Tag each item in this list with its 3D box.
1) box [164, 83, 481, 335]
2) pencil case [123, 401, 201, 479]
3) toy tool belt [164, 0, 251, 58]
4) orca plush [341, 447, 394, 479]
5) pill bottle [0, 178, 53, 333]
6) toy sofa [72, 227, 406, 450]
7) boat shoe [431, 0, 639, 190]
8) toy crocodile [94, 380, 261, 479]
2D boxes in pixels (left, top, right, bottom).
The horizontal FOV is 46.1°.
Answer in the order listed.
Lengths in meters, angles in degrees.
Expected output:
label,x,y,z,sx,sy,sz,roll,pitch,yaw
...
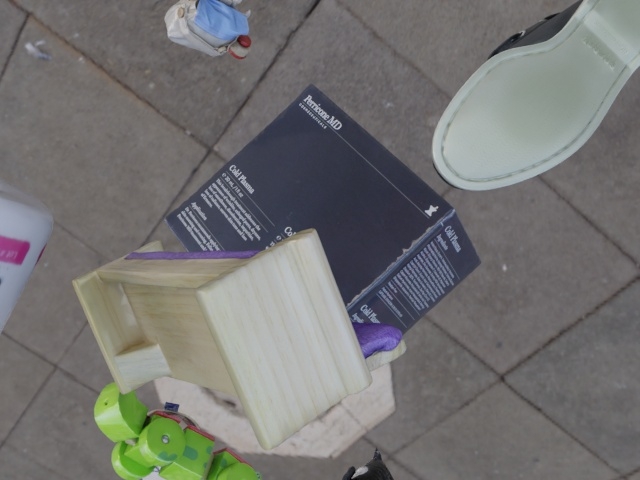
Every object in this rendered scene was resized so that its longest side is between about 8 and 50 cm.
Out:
label,x,y,z,sx,sy,sz,roll,pitch,yaw
box,0.000,0.000,1.118,0.312,0.343,0.179,-43,146,1
pencil case,-0.437,0.618,1.931,0.183,0.160,0.411,28,114,14
toy tool belt,-0.081,-0.178,0.611,0.083,0.052,0.051,8,146,-41
orca plush,0.104,0.486,1.378,0.102,0.287,0.151,7,91,21
pill bottle,-0.283,0.077,0.414,0.160,0.160,0.283,26,88,-6
toy sofa,-0.097,0.071,0.760,0.362,0.177,0.150,-3,112,56
boat shoe,0.234,-0.163,0.798,0.127,0.340,0.113,43,165,-2
toy crocodile,-0.192,0.330,1.125,0.340,0.105,0.115,38,133,-18
